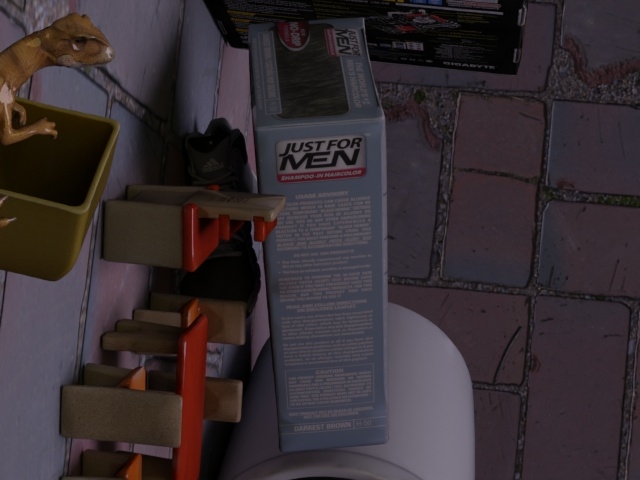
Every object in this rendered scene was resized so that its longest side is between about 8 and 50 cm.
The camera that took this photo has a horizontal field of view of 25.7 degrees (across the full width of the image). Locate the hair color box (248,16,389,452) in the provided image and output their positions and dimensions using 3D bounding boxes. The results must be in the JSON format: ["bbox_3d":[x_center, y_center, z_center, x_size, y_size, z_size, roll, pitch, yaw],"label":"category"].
[{"bbox_3d":[0.000,0.000,1.323,0.185,0.113,0.374,-98,-175,-54],"label":"hair color box"}]

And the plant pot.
[{"bbox_3d":[-0.169,-0.023,0.819,0.081,0.081,0.083,-78,-178,-45],"label":"plant pot"}]

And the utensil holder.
[{"bbox_3d":[0.037,0.295,1.729,0.385,0.327,0.328,-74,168,-61],"label":"utensil holder"}]

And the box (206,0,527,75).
[{"bbox_3d":[0.047,-0.249,1.398,0.257,0.322,0.079,63,34,-76],"label":"box"}]

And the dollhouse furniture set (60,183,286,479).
[{"bbox_3d":[-0.107,0.089,1.152,0.262,0.135,0.259,-58,153,-75],"label":"dollhouse furniture set"}]

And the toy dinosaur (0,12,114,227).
[{"bbox_3d":[-0.191,-0.039,0.656,0.211,0.064,0.112,-44,163,-28],"label":"toy dinosaur"}]

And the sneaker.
[{"bbox_3d":[-0.106,-0.032,1.350,0.229,0.086,0.132,-92,176,-46],"label":"sneaker"}]
